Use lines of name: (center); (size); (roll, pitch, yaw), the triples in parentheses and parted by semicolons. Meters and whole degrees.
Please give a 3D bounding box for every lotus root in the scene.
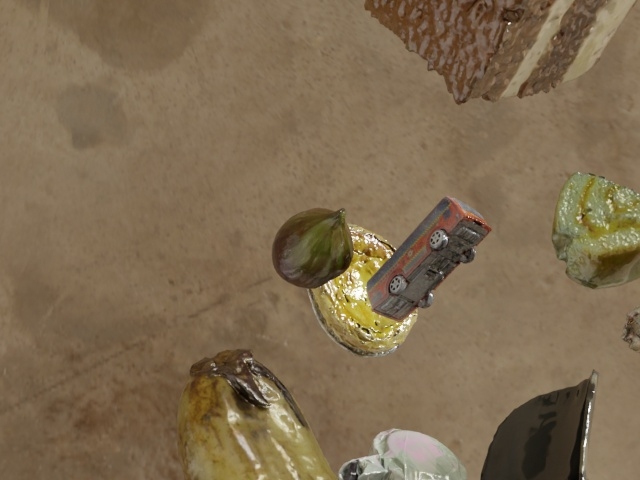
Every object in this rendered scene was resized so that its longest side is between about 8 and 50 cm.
lotus root: (-0.031, 0.195, 0.677); (0.110, 0.258, 0.097); (-3, 140, -43)

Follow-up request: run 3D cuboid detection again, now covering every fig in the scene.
fig: (0.000, 0.000, 1.230); (0.103, 0.109, 0.154); (43, 133, 2)

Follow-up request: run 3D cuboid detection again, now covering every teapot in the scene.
teapot: (0.125, 0.423, 1.510); (0.163, 0.221, 0.178); (26, 110, 23)

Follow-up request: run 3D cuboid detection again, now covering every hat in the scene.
hat: (0.371, 0.406, 1.406); (0.257, 0.366, 0.382); (46, 57, -1)

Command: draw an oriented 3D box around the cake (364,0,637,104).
cake: (0.253, -0.347, 1.207); (0.290, 0.255, 0.282); (-11, 144, -35)

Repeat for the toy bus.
toy bus: (0.140, 0.025, 1.253); (0.065, 0.077, 0.192); (24, 119, -33)

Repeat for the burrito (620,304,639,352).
burrito: (0.234, 0.031, 0.521); (0.188, 0.045, 0.058); (-13, 134, -33)

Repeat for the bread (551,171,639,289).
bread: (0.325, 0.003, 1.040); (0.110, 0.156, 0.103); (-52, 146, -16)

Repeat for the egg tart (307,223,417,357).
egg tart: (0.059, 0.086, 1.567); (0.234, 0.234, 0.094); (29, 144, -24)
